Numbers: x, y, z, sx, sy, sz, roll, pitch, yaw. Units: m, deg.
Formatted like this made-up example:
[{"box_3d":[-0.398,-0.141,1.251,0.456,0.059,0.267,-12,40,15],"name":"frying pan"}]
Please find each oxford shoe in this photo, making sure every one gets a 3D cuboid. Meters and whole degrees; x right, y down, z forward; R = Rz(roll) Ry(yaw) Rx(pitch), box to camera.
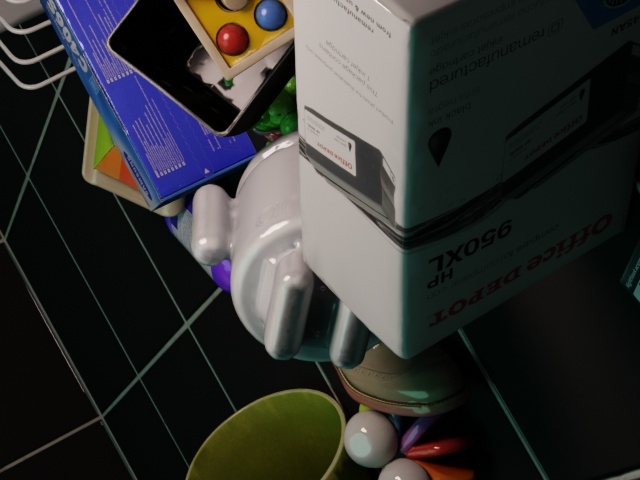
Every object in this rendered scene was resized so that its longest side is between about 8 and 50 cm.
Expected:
[{"box_3d":[0.066,0.117,1.999,0.348,0.123,0.130,30,136,51],"name":"oxford shoe"}]

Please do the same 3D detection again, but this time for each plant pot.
[{"box_3d":[-0.108,-0.235,1.851,0.187,0.188,0.167,38,-177,13],"name":"plant pot"},{"box_3d":[-0.017,0.427,2.390,0.275,0.275,0.293,27,155,55],"name":"plant pot"}]

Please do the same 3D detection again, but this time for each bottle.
[{"box_3d":[-0.132,0.017,2.344,0.283,0.092,0.118,46,153,35],"name":"bottle"}]

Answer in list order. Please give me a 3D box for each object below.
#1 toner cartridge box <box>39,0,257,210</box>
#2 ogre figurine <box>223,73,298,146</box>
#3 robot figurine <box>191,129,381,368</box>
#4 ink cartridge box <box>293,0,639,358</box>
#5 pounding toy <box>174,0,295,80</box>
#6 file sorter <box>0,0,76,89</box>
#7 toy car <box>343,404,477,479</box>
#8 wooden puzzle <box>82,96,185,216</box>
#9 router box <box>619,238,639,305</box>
[{"box_3d":[-0.246,-0.233,2.220,0.348,0.165,0.075,63,158,2],"name":"toner cartridge box"},{"box_3d":[-0.059,-0.161,1.990,0.118,0.097,0.197,96,153,-71],"name":"ogre figurine"},{"box_3d":[0.000,0.000,1.784,0.353,0.300,0.199,-93,17,-58],"name":"robot figurine"},{"box_3d":[0.137,-0.126,1.355,0.166,0.285,0.395,46,153,34],"name":"ink cartridge box"},{"box_3d":[-0.101,-0.258,1.695,0.141,0.130,0.100,56,-172,-7],"name":"pounding toy"},{"box_3d":[-0.439,-0.399,2.418,0.173,0.193,0.277,47,153,26],"name":"file sorter"},{"box_3d":[0.131,0.260,2.014,0.136,0.159,0.182,-43,76,30],"name":"toy car"},{"box_3d":[-0.286,-0.168,2.380,0.239,0.044,0.221,21,108,43],"name":"wooden puzzle"},{"box_3d":[0.346,0.029,1.391,0.133,0.046,0.179,52,155,25],"name":"router box"}]
